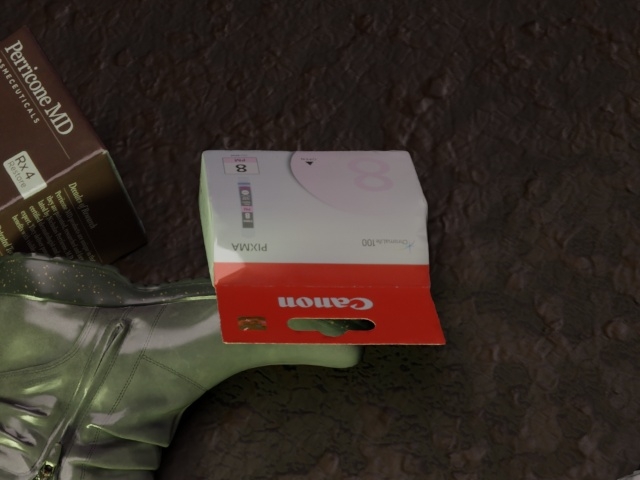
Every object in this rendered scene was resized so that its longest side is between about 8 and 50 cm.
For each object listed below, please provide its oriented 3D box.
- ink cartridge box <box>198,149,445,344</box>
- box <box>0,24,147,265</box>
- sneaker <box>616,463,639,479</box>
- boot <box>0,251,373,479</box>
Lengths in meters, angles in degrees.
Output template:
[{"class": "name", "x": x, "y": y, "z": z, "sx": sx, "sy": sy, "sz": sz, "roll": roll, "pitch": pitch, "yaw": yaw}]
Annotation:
[{"class": "ink cartridge box", "x": 0.000, "y": 0.000, "z": 1.607, "sx": 0.189, "sy": 0.066, "sz": 0.232, "roll": 0, "pitch": 28, "yaw": -9}, {"class": "box", "x": -0.294, "y": -0.046, "z": 1.715, "sx": 0.203, "sy": 0.167, "sz": 0.168, "roll": -31, "pitch": 61, "yaw": -7}, {"class": "sneaker", "x": 0.275, "y": 0.228, "z": 1.524, "sx": 0.234, "sy": 0.078, "sz": 0.106, "roll": -16, "pitch": 85, "yaw": -15}, {"class": "boot", "x": -0.132, "y": 0.142, "z": 1.630, "sx": 0.338, "sy": 0.118, "sz": 0.222, "roll": 6, "pitch": 78, "yaw": 3}]
